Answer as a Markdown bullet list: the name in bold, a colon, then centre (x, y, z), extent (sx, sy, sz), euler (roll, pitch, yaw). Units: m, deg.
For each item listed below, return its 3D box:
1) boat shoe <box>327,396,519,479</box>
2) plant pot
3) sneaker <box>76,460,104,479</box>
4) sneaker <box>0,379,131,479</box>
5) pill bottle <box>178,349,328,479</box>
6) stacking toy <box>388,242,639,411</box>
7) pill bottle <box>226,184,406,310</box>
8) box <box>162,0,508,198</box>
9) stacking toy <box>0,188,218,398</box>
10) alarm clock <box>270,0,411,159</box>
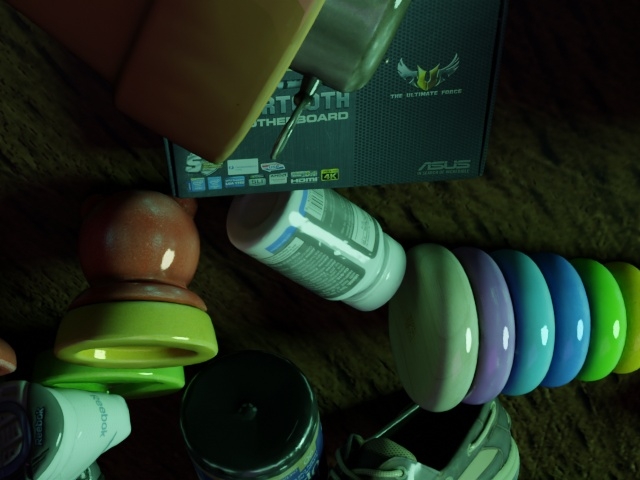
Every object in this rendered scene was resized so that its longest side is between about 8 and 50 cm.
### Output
- **boat shoe**: centre (0.049, 0.235, 1.079), extent (0.132, 0.355, 0.130), euler (11, 123, 39)
- **plant pot**: centre (-0.077, -0.208, 0.558), extent (0.203, 0.291, 0.291), euler (25, 131, -10)
- **sneaker**: centre (-0.311, 0.227, 1.144), extent (0.215, 0.084, 0.083), euler (-8, 110, 8)
- **sneaker**: centre (-0.284, 0.208, 1.041), extent (0.297, 0.111, 0.129), euler (-26, 161, 34)
- **pill bottle**: centre (-0.056, 0.200, 1.102), extent (0.123, 0.123, 0.219), euler (-8, 148, 0)
- **stacking toy**: centre (0.232, 0.063, 1.019), extent (0.330, 0.141, 0.141), euler (-3, 139, -17)
- **pill bottle**: centre (0.000, 0.000, 0.929), extent (0.078, 0.078, 0.137), euler (-35, 132, 27)
- **box**: centre (0.004, -0.117, 0.811), extent (0.232, 0.059, 0.183), euler (-4, 137, -5)
- **stacking toy**: centre (-0.239, 0.047, 0.961), extent (0.309, 0.130, 0.279), euler (0, 164, -5)
- **alarm clock**: centre (0.017, -0.130, 0.662), extent (0.064, 0.129, 0.192), euler (27, 87, -4)
